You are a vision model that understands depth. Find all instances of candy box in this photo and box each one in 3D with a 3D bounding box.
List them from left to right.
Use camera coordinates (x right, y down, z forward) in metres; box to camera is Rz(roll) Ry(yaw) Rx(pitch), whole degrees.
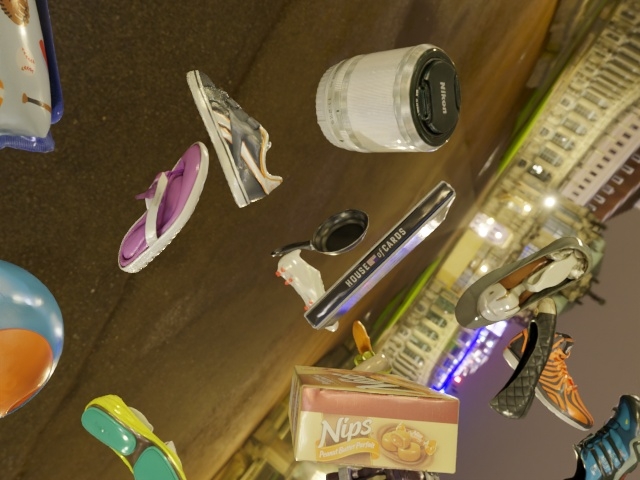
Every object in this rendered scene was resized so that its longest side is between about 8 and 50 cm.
[{"bbox_3d":[0.052,0.233,0.748,0.316,0.182,0.088,118,-22,-81],"label":"candy box"}]

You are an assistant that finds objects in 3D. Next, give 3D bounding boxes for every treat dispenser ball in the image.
[{"bbox_3d":[-0.600,0.170,0.926,0.288,0.288,0.288,-51,167,-17],"label":"treat dispenser ball"}]

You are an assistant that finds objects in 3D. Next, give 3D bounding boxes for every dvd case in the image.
[{"bbox_3d":[0.083,0.029,0.737,0.238,0.029,0.179,-43,169,0],"label":"dvd case"}]

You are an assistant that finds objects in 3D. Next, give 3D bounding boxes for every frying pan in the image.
[{"bbox_3d":[0.012,0.012,1.698,0.326,0.197,0.053,-34,124,-2],"label":"frying pan"}]

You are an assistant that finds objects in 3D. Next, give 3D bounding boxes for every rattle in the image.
[{"bbox_3d":[0.036,0.275,1.116,0.199,0.143,0.130,-35,166,-2],"label":"rattle"}]

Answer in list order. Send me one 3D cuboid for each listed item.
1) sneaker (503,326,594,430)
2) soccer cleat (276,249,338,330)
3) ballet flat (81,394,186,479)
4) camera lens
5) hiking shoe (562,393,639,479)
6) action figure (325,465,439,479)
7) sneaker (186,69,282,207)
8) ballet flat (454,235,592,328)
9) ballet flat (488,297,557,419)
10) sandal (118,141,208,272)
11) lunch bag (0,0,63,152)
[{"bbox_3d":[0.698,0.380,1.573,0.124,0.321,0.180,12,121,-51],"label":"sneaker"},{"bbox_3d":[-0.014,0.107,1.165,0.076,0.196,0.068,-41,-173,-32],"label":"soccer cleat"},{"bbox_3d":[-0.282,0.334,0.871,0.077,0.231,0.077,-51,172,12],"label":"ballet flat"},{"bbox_3d":[0.154,-0.306,1.197,0.219,0.274,0.219,-9,102,-46],"label":"camera lens"},{"bbox_3d":[0.697,0.511,1.319,0.113,0.132,0.304,60,52,-75],"label":"hiking shoe"},{"bbox_3d":[0.143,0.472,1.088,0.285,0.099,0.185,-28,-140,21],"label":"action figure"},{"bbox_3d":[-0.192,-0.245,1.229,0.127,0.321,0.126,-24,-175,-6],"label":"sneaker"},{"bbox_3d":[0.284,0.066,0.770,0.213,0.072,0.068,-36,-177,17],"label":"ballet flat"},{"bbox_3d":[0.279,0.157,0.731,0.057,0.049,0.173,52,59,-75],"label":"ballet flat"},{"bbox_3d":[-0.412,-0.072,1.337,0.102,0.169,0.416,18,121,-41],"label":"sandal"},{"bbox_3d":[-0.450,-0.275,0.638,0.238,0.385,0.328,-13,112,-25],"label":"lunch bag"}]
